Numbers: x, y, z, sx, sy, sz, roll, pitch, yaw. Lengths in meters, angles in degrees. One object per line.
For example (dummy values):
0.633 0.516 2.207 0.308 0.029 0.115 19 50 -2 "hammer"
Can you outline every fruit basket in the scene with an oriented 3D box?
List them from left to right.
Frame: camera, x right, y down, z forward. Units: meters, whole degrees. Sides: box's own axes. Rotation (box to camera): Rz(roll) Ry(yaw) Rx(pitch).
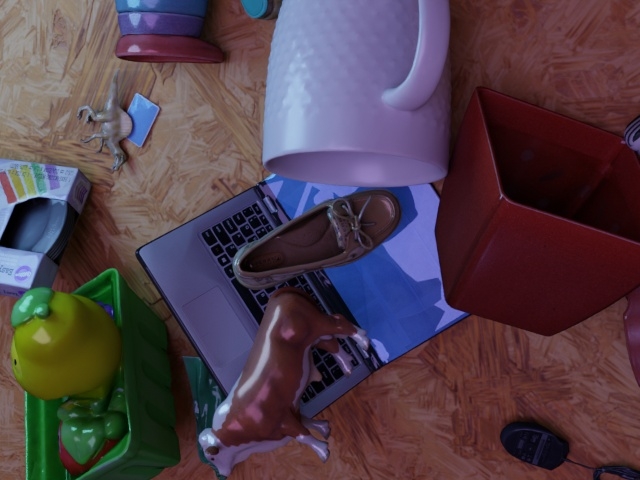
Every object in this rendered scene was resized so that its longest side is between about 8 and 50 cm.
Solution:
-0.412 0.220 1.647 0.283 0.392 0.392 -32 88 22 "fruit basket"

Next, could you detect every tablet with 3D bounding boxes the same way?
-0.323 -0.214 1.775 0.054 0.006 0.083 34 110 11 "tablet"

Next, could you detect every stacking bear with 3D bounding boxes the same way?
-0.256 -0.443 1.633 0.175 0.164 0.289 4 96 16 "stacking bear"

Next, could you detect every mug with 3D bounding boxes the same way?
0.077 -0.268 1.435 0.276 0.374 0.328 6 83 -22 "mug"

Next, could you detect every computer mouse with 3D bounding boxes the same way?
0.407 0.347 1.603 0.242 0.041 0.071 20 115 8 "computer mouse"

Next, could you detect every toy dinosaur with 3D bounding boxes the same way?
-0.380 -0.219 1.776 0.092 0.053 0.183 4 106 10 "toy dinosaur"

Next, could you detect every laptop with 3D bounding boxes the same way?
-0.003 0.054 1.594 0.382 0.408 0.236 57 146 3 "laptop"

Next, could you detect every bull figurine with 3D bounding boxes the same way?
-0.056 0.230 1.518 0.188 0.101 0.311 22 86 -5 "bull figurine"

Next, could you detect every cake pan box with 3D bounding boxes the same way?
-0.566 -0.025 1.798 0.266 0.070 0.246 9 68 19 "cake pan box"

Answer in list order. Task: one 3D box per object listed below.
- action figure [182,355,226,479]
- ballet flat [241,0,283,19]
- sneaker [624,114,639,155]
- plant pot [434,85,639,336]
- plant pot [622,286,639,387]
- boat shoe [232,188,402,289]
-0.178 0.316 1.781 0.137 0.063 0.232 1 95 -3 "action figure"
-0.114 -0.521 1.581 0.116 0.124 0.343 -16 101 54 "ballet flat"
0.563 -0.173 1.431 0.228 0.086 0.132 -37 104 16 "sneaker"
0.300 -0.021 1.427 0.267 0.267 0.236 17 129 -15 "plant pot"
0.577 0.110 1.387 0.265 0.272 0.273 -8 97 30 "plant pot"
0.000 0.000 1.544 0.285 0.089 0.105 -26 86 -6 "boat shoe"
